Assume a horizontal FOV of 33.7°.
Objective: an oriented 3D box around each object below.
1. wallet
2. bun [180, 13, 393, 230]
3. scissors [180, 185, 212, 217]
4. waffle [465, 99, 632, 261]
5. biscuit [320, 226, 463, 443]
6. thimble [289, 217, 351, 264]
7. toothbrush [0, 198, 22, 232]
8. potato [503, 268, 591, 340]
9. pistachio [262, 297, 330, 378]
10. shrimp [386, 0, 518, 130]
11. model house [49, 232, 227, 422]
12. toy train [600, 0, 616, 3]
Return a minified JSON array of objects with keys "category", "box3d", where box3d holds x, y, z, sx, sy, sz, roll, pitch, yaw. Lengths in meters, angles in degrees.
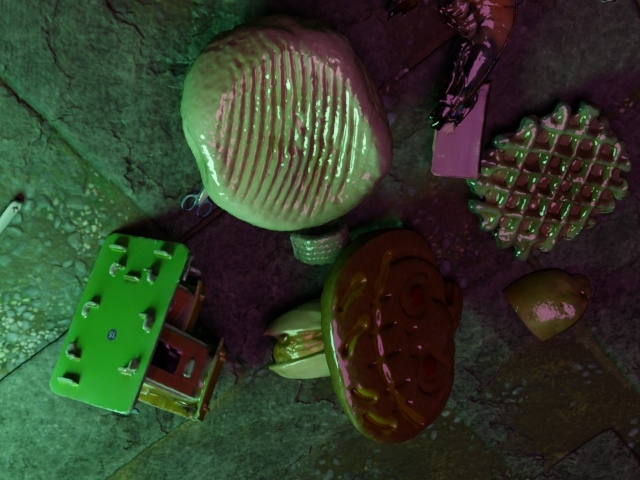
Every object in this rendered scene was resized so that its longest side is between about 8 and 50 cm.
[{"category":"wallet","box3d":[0.248,-0.199,1.872,0.095,0.026,0.176,3,107,0]},{"category":"bun","box3d":[-0.054,-0.200,1.713,0.352,0.227,0.349,7,118,-13]},{"category":"scissors","box3d":[-0.200,-0.092,1.870,0.058,0.014,0.119,23,116,-27]},{"category":"waffle","box3d":[0.423,-0.114,1.962,0.309,0.056,0.292,-31,122,10]},{"category":"biscuit","box3d":[0.151,0.167,1.956,0.350,0.070,0.394,-29,110,-35]},{"category":"thimble","box3d":[0.000,0.000,1.925,0.110,0.084,0.062,-7,120,7]},{"category":"toothbrush","box3d":[-0.618,0.037,1.852,0.030,0.030,0.304,35,106,-27]},{"category":"potato","box3d":[0.455,0.113,2.087,0.149,0.081,0.120,-42,121,13]},{"category":"pistachio","box3d":[0.005,0.183,2.005,0.229,0.157,0.157,-14,122,0]},{"category":"shrimp","box3d":[0.206,-0.332,1.780,0.222,0.054,0.290,14,107,-16]},{"category":"model house","box3d":[-0.324,0.183,1.947,0.323,0.340,0.300,38,66,-51]},{"category":"toy train","box3d":[0.480,-0.502,1.722,0.163,0.112,0.203,-19,121,7]}]
